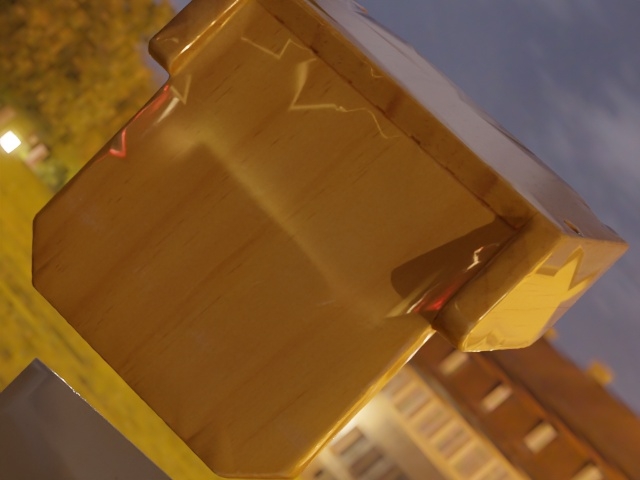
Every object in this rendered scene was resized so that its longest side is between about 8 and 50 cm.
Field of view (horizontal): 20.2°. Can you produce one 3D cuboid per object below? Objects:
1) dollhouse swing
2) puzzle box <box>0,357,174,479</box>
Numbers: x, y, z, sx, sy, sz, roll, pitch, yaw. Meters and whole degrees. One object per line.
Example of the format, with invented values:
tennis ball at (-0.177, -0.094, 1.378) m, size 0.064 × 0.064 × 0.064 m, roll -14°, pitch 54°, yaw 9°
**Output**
dollhouse swing at (0.000, 0.000, 1.458) m, size 0.347 × 0.305 × 0.315 m, roll 43°, pitch 13°, yaw 18°
puzzle box at (-0.202, 0.290, 0.948) m, size 0.272 × 0.409 × 0.052 m, roll 38°, pitch -12°, yaw 29°
